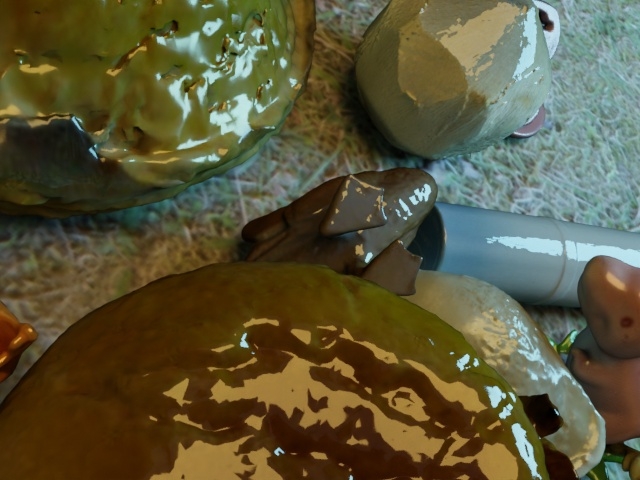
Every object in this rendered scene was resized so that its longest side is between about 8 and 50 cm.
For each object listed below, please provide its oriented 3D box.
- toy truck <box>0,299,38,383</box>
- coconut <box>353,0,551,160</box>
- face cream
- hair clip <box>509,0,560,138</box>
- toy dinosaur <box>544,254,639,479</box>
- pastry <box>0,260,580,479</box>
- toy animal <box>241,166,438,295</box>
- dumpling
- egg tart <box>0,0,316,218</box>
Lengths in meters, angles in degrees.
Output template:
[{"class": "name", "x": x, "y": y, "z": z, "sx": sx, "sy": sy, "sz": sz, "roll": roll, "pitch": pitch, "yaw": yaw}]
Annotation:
[{"class": "toy truck", "x": -0.285, "y": -0.002, "z": 0.438, "sx": 0.270, "sy": 0.135, "sz": 0.114, "roll": 46, "pitch": 53, "yaw": 1}, {"class": "coconut", "x": 0.117, "y": -0.155, "z": 0.721, "sx": 0.161, "sy": 0.162, "sz": 0.160, "roll": 13, "pitch": 58, "yaw": -22}, {"class": "face cream", "x": 0.188, "y": 0.017, "z": 0.719, "sx": 0.250, "sy": 0.077, "sz": 0.077, "roll": 8, "pitch": 61, "yaw": -25}, {"class": "hair clip", "x": 0.180, "y": -0.172, "z": 0.849, "sx": 0.123, "sy": 0.102, "sz": 0.138, "roll": 5, "pitch": 95, "yaw": -24}, {"class": "toy dinosaur", "x": 0.241, "y": 0.093, "z": 0.645, "sx": 0.194, "sy": 0.177, "sz": 0.152, "roll": 45, "pitch": 53, "yaw": -2}, {"class": "pastry", "x": -0.028, "y": 0.176, "z": 0.434, "sx": 0.356, "sy": 0.164, "sz": 0.355, "roll": 3, "pitch": 76, "yaw": -13}, {"class": "toy animal", "x": 0.000, "y": 0.000, "z": 0.615, "sx": 0.188, "sy": 0.179, "sz": 0.089, "roll": -28, "pitch": 101, "yaw": -3}, {"class": "dumpling", "x": 0.081, "y": 0.109, "z": 0.590, "sx": 0.216, "sy": 0.126, "sz": 0.166, "roll": 43, "pitch": 68, "yaw": -5}, {"class": "egg tart", "x": -0.180, "y": -0.234, "z": 0.595, "sx": 0.444, "sy": 0.178, "sz": 0.442, "roll": 14, "pitch": 57, "yaw": -22}]
